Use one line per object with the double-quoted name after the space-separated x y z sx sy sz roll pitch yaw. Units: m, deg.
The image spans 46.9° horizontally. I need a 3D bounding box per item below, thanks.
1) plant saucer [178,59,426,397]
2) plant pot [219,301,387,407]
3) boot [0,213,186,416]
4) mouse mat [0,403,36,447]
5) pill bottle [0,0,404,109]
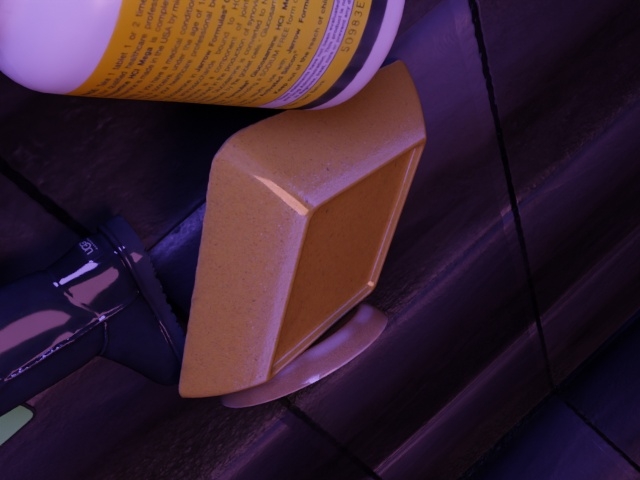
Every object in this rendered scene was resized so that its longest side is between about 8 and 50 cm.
0.000 0.000 0.815 0.333 0.081 0.332 -34 148 -46 "plant saucer"
-0.028 0.134 0.938 0.236 0.236 0.032 -30 99 -20 "plant pot"
-0.250 0.110 0.746 0.207 0.094 0.246 -33 140 -20 "boot"
-0.405 0.199 0.759 0.153 0.007 0.189 -41 146 -6 "mouse mat"
-0.114 -0.189 0.497 0.334 0.188 0.188 -6 130 -43 "pill bottle"
